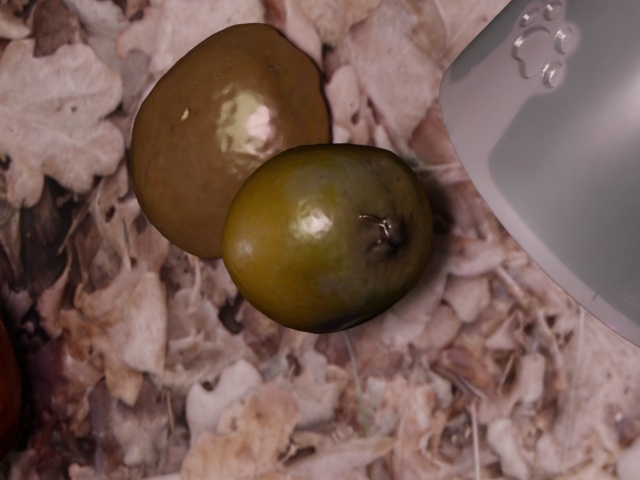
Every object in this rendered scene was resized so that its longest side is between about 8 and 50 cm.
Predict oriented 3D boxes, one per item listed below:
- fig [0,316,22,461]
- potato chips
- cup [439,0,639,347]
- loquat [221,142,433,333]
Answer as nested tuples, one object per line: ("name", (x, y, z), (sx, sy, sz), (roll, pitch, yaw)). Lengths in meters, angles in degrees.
("fig", (-0.382, 0.112, 1.523), (0.224, 0.224, 0.263), (-31, 71, 29))
("potato chips", (-0.089, -0.082, 1.420), (0.208, 0.062, 0.195), (-13, 83, 31))
("cup", (0.266, -0.126, 1.031), (0.259, 0.356, 0.274), (40, 120, -7))
("loquat", (0.000, 0.000, 1.302), (0.195, 0.152, 0.152), (-18, 77, 55))
